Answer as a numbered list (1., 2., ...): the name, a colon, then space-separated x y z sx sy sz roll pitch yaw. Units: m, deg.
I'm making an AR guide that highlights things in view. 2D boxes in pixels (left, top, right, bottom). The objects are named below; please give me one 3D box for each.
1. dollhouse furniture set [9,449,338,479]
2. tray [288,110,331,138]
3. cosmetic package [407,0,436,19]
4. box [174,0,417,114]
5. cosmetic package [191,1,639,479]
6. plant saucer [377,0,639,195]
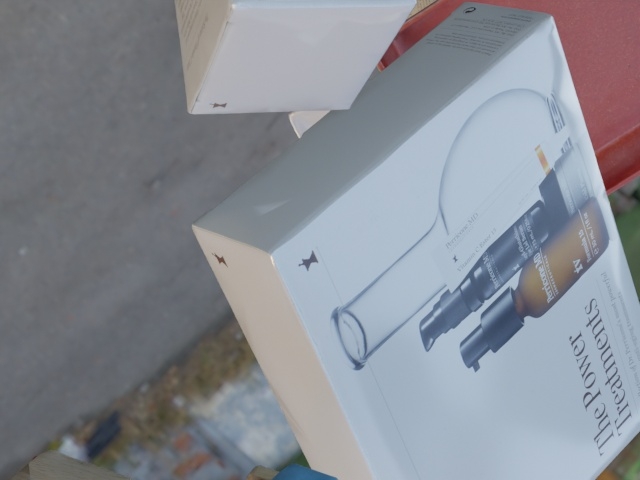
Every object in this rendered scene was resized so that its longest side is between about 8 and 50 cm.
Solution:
1. dollhouse furniture set: -0.078 0.163 0.831 0.183 0.129 0.129 -47 143 -45
2. tray: 0.089 -0.054 1.639 0.145 0.270 0.030 -14 -151 35
3. cosmetic package: 0.229 -0.269 1.676 0.197 0.155 0.365 -8 174 -24
4. box: -0.023 -0.166 0.756 0.091 0.170 0.130 -4 163 -16
5. cosmetic package: 0.100 0.061 1.096 0.284 0.097 0.377 -40 126 -23
6. plant saucer: 0.200 -0.146 1.241 0.258 0.047 0.259 -33 127 6
